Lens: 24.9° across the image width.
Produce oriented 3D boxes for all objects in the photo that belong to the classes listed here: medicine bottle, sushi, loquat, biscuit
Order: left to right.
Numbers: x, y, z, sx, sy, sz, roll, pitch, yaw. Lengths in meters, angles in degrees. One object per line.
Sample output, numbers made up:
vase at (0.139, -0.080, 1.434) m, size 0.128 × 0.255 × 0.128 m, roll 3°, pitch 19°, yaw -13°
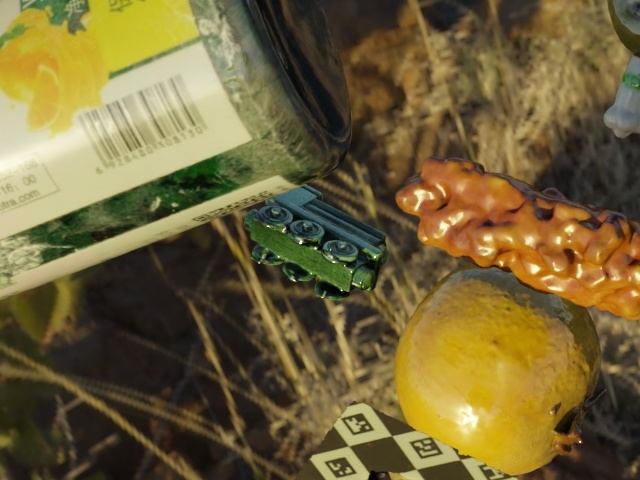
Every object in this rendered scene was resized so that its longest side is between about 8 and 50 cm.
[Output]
medicine bottle at (-0.142, -0.048, 0.669) m, size 0.293 × 0.141 × 0.141 m, roll -21°, pitch 38°, yaw 16°
sushi at (0.094, 0.248, 1.405) m, size 0.231 × 0.220 × 0.047 m, roll 27°, pitch 42°, yaw -5°
loquat at (0.226, 0.170, 1.822) m, size 0.275 × 0.275 × 0.275 m, roll -13°, pitch 40°, yaw 11°
biscuit at (0.270, 0.010, 1.520) m, size 0.318 × 0.312 × 0.110 m, roll 21°, pitch 92°, yaw 35°

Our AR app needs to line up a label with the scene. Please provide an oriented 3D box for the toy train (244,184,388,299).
toy train at (0.000, 0.000, 1.600) m, size 0.170 × 0.071 × 0.111 m, roll 28°, pitch 38°, yaw 27°

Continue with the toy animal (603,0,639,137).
toy animal at (0.439, -0.322, 1.845) m, size 0.363 × 0.180 × 0.181 m, roll -57°, pitch 0°, yaw 0°
